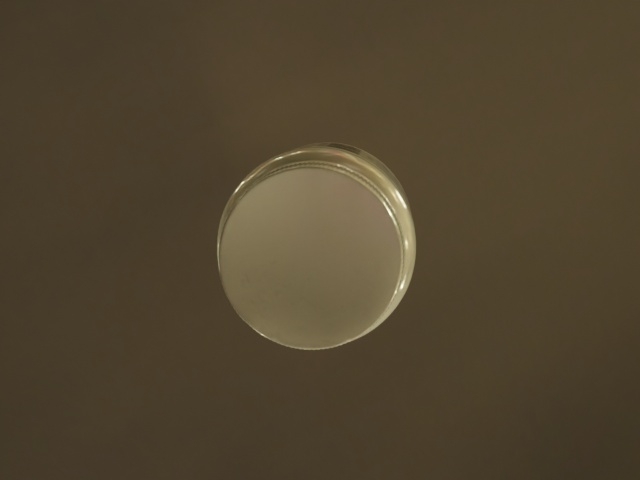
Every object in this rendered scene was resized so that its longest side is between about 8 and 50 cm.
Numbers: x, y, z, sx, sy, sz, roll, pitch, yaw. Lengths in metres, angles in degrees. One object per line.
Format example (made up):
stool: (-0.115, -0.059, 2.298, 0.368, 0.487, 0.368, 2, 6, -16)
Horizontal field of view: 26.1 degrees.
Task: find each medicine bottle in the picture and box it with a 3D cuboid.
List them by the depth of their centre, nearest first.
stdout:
medicine bottle: (0.000, 0.000, 0.738, 0.102, 0.187, 0.103, 0, -85, 2)
